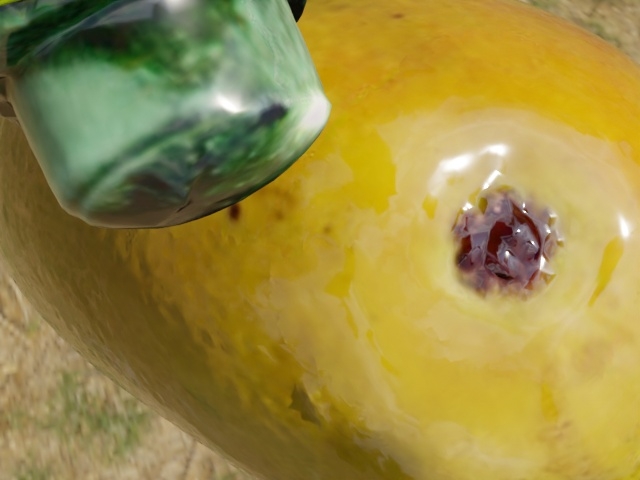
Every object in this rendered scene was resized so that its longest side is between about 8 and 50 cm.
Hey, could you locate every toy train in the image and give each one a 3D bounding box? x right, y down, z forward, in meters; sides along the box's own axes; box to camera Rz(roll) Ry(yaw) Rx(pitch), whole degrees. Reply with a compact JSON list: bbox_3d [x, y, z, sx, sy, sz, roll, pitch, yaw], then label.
[{"bbox_3d":[-0.099,-0.223,0.377,0.179,0.272,0.442,-23,81,-12],"label":"toy train"}]

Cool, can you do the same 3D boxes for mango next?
[{"bbox_3d":[0.000,0.000,0.864,0.300,0.446,0.232,34,79,-34],"label":"mango"}]
